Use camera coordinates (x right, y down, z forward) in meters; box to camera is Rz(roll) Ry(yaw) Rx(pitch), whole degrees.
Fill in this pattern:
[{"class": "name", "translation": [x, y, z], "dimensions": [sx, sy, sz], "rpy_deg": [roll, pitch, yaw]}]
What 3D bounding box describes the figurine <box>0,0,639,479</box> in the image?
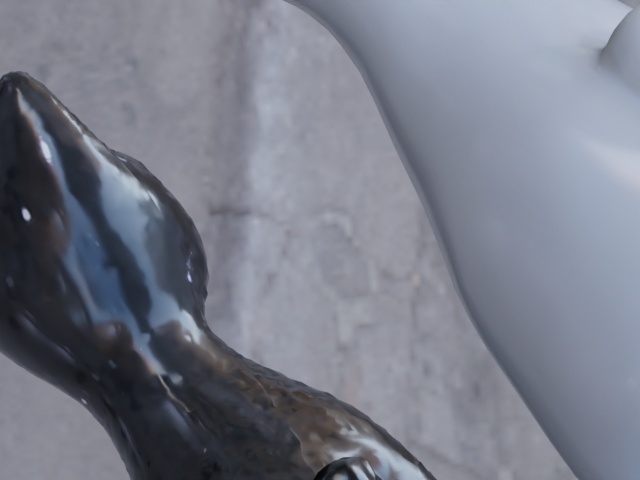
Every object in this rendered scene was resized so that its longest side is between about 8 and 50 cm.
[{"class": "figurine", "translation": [0.000, 0.000, 0.439], "dimensions": [0.092, 0.215, 0.209], "rpy_deg": [-17, 56, -46]}]
